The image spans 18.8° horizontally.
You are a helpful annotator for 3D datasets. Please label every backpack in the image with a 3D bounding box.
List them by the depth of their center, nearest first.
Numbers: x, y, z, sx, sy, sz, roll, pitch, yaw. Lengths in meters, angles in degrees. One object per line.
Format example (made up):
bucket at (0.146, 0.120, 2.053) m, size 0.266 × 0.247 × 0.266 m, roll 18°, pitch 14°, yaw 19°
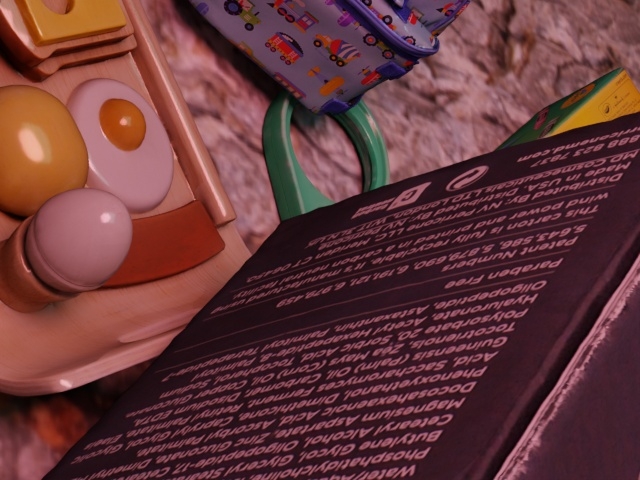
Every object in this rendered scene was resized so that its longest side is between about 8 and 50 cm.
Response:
backpack at (0.028, -0.174, 1.118) m, size 0.158 × 0.173 × 0.117 m, roll 44°, pitch 43°, yaw -23°

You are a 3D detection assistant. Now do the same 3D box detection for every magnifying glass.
magnifying glass at (0.000, 0.000, 1.140) m, size 0.092 × 0.026 × 0.231 m, roll 31°, pitch 50°, yaw -33°

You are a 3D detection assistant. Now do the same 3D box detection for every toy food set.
toy food set at (-0.127, -0.085, 0.997) m, size 0.220 × 0.092 × 0.306 m, roll -20°, pitch 85°, yaw -50°

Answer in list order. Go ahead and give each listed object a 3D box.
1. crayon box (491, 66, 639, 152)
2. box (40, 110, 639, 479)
crayon box at (0.158, 0.016, 1.255) m, size 0.165 × 0.081 × 0.278 m, roll 58°, pitch 40°, yaw -5°
box at (0.089, 0.269, 0.832) m, size 0.480 × 0.297 × 0.472 m, roll 62°, pitch 37°, yaw -16°
